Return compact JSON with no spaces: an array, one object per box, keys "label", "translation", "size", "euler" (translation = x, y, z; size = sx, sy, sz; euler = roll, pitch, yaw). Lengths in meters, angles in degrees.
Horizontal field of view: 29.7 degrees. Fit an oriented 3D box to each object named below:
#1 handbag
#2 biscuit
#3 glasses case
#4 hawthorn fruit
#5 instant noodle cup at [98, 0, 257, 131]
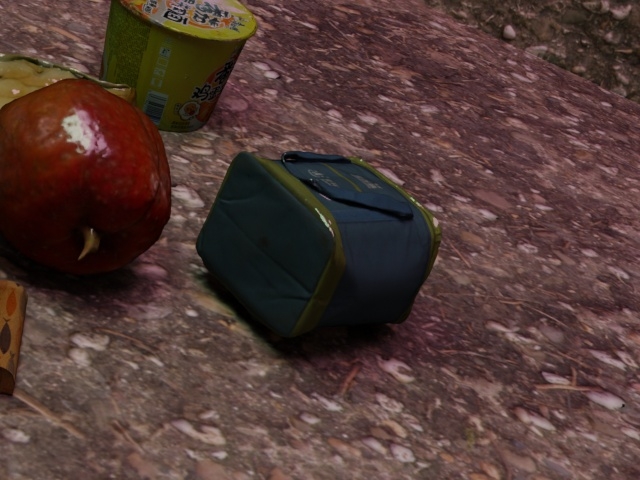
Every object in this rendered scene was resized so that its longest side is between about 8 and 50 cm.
[{"label":"handbag","translation":[0.000,0.000,1.661],"size":[0.263,0.222,0.241],"euler":[38,27,32]},{"label":"biscuit","translation":[-0.476,-0.228,1.902],"size":[0.335,0.078,0.329],"euler":[31,32,19]},{"label":"glasses case","translation":[-0.380,0.108,1.405],"size":[0.065,0.041,0.170],"euler":[12,30,-15]},{"label":"hawthorn fruit","translation":[-0.314,-0.080,1.578],"size":[0.262,0.258,0.258],"euler":[46,35,16]},{"label":"instant noodle cup","translation":[-0.258,-0.322,2.072],"size":[0.264,0.200,0.264],"euler":[16,29,-9]}]
